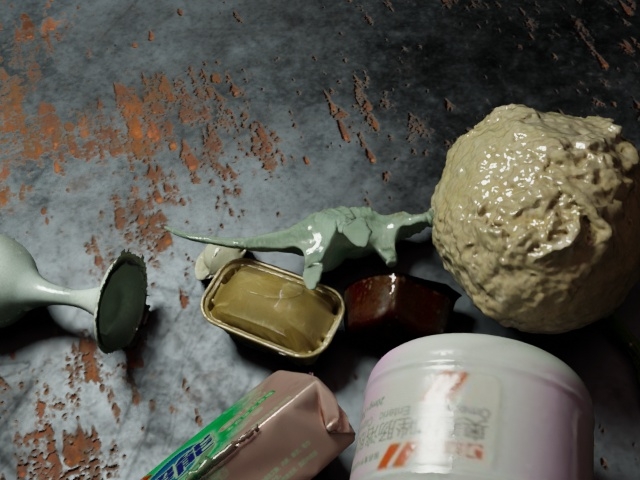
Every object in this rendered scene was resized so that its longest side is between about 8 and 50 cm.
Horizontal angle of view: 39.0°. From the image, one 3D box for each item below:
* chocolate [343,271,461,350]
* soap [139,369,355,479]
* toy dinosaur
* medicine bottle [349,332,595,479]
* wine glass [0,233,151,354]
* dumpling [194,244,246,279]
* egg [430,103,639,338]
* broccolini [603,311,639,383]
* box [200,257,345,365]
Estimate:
[{"bbox_3d":[0.100,0.093,1.114,0.149,0.125,0.080,4,71,4],"label":"chocolate"},{"bbox_3d":[-0.100,0.255,0.983,0.273,0.218,0.098,-37,94,-18],"label":"soap"},{"bbox_3d":[0.000,0.000,1.157,0.393,0.092,0.205,-7,13,5],"label":"toy dinosaur"},{"bbox_3d":[0.145,0.272,0.894,0.241,0.241,0.301,6,56,10],"label":"medicine bottle"},{"bbox_3d":[-0.388,0.057,1.172,0.321,0.143,0.143,8,56,15],"label":"wine glass"},{"bbox_3d":[-0.135,0.026,1.230,0.052,0.057,0.076,25,84,-19],"label":"dumpling"},{"bbox_3d":[0.265,-0.027,1.079,0.279,0.279,0.310,-4,29,3],"label":"egg"},{"bbox_3d":[0.377,0.122,1.106,0.054,0.051,0.239,15,37,-35],"label":"broccolini"},{"bbox_3d":[-0.059,0.090,1.133,0.177,0.111,0.111,18,58,18],"label":"box"}]
